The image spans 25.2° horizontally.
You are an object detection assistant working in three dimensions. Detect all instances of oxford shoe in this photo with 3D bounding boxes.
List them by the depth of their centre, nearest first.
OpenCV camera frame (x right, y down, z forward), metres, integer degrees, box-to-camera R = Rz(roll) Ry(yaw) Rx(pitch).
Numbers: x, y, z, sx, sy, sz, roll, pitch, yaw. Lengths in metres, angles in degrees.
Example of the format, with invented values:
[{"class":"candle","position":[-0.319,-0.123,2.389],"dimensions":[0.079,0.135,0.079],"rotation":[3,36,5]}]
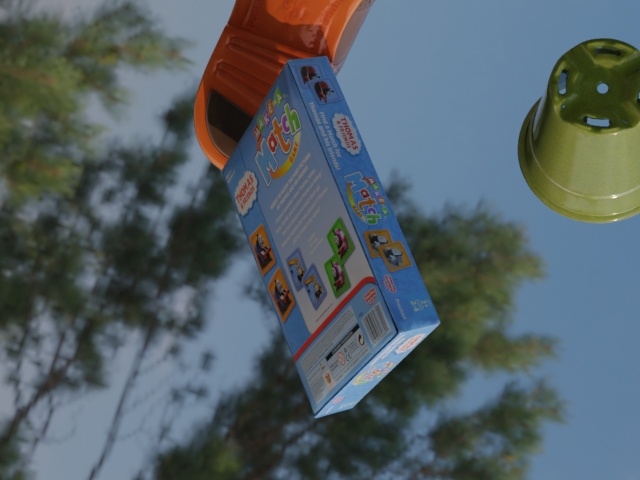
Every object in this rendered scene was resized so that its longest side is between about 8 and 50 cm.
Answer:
[{"class":"oxford shoe","position":[-0.010,-0.221,1.209],"dimensions":[0.364,0.130,0.133],"rotation":[-63,-178,-4]}]

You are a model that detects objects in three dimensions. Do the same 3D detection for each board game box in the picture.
[{"class":"board game box","position":[0.000,0.000,1.024],"dimensions":[0.211,0.039,0.160],"rotation":[67,-29,18]}]

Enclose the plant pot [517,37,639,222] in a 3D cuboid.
[{"class":"plant pot","position":[0.139,-0.061,0.709],"dimensions":[0.079,0.083,0.083],"rotation":[67,37,-69]}]
